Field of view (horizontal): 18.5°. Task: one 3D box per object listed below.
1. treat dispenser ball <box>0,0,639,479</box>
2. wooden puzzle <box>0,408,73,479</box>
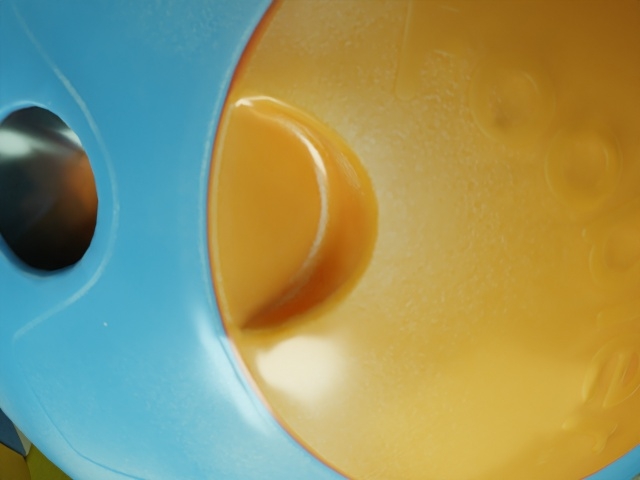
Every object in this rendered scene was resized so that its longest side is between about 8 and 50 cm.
[{"bbox_3d":[0.010,-0.037,0.641,0.288,0.288,0.288,-27,175,-3],"label":"treat dispenser ball"},{"bbox_3d":[-0.152,0.072,0.893,0.044,0.221,0.239,-16,-157,13],"label":"wooden puzzle"}]
